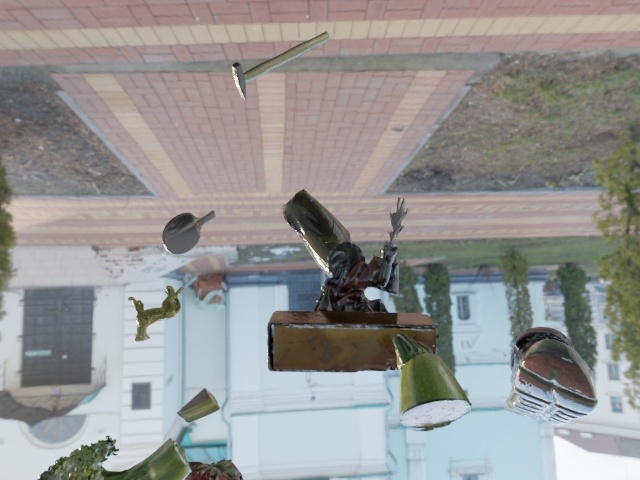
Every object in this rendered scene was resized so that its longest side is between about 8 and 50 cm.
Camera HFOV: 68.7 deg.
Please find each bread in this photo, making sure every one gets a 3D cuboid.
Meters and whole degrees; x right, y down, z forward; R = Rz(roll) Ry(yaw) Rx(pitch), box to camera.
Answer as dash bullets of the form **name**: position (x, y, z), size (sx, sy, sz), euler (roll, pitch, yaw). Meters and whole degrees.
- **bread**: position (-0.459, 0.639, 1.761), size (0.139, 0.074, 0.084), euler (-39, -154, -14)

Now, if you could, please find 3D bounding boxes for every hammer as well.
- **hammer**: position (-0.060, -0.300, 0.780), size (0.199, 0.013, 0.062), euler (-36, 146, -25)

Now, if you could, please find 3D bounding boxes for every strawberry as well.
- **strawberry**: position (-0.380, 0.912, 1.599), size (0.250, 0.289, 0.238), euler (14, 172, -12)

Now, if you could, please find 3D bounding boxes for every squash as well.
- **squash**: position (0.154, 0.198, 0.695), size (0.105, 0.132, 0.105), euler (-4, 137, -4)

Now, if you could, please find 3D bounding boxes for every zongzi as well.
- **zongzi**: position (0.000, 0.000, 1.464), size (0.138, 0.286, 0.300), euler (-37, -159, 15)

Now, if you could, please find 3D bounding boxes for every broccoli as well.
- **broccoli**: position (-0.431, 0.544, 0.949), size (0.375, 0.302, 0.249), euler (29, 171, 45)

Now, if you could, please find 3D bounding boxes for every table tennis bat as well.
- **table tennis bat**: position (-0.432, -0.038, 1.557), size (0.019, 0.130, 0.220), euler (13, -142, 35)

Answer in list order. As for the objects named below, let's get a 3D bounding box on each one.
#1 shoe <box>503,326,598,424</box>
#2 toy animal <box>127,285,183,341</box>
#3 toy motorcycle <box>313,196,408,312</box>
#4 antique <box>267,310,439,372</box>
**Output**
- **shoe**: position (0.365, 0.204, 0.745), size (0.114, 0.137, 0.291), euler (13, 155, 20)
- **toy animal**: position (-0.506, 0.226, 1.474), size (0.181, 0.136, 0.073), euler (-18, 157, -18)
- **toy motorcycle**: position (0.097, 0.103, 1.000), size (0.207, 0.401, 0.134), euler (18, 177, 9)
- **antique**: position (0.059, 0.188, 0.879), size (0.309, 0.094, 0.087), euler (0, -172, 1)
